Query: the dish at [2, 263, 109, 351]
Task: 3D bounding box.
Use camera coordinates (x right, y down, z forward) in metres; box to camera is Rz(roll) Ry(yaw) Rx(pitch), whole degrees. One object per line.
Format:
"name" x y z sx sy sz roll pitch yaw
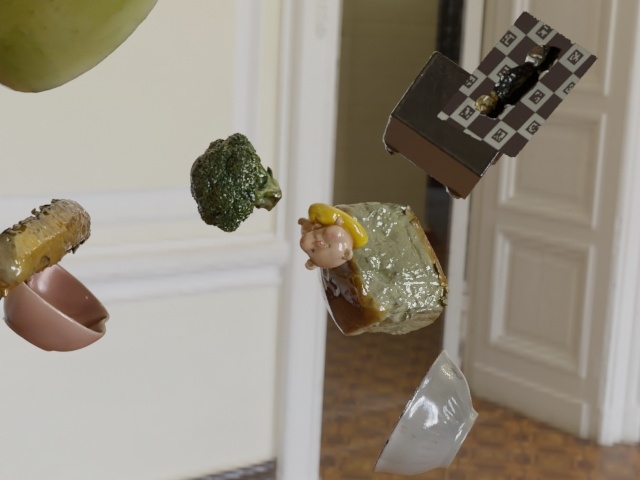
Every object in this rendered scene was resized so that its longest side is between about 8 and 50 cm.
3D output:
"dish" -0.455 0.112 1.944 0.213 0.090 0.213 40 9 -7

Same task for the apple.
"apple" -0.354 -0.400 1.462 0.320 0.360 0.311 44 6 -27

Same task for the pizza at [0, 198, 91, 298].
"pizza" -0.411 0.053 1.463 0.435 0.080 0.392 -46 9 -36

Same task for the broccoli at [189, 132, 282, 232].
"broccoli" -0.130 -0.085 1.727 0.138 0.146 0.162 17 6 -29

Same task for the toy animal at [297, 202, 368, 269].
"toy animal" 0.000 0.000 1.647 0.114 0.091 0.082 -7 44 44

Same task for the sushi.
"sushi" 0.306 -0.256 1.874 0.192 0.215 0.050 22 27 -37

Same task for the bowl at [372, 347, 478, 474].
"bowl" 0.151 0.241 1.537 0.086 0.189 0.189 29 16 11

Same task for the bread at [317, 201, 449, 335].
"bread" 0.107 0.059 2.394 0.225 0.279 0.250 -16 -10 -15

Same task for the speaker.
"speaker" 0.275 -0.232 2.440 0.232 0.184 0.254 36 -9 5
